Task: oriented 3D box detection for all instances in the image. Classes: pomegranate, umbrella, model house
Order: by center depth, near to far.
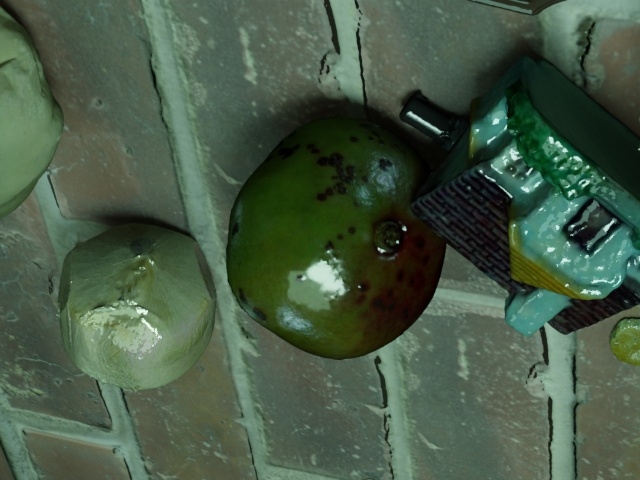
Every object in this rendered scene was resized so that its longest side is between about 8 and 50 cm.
[{"bbox_3d":[0.242,-0.021,1.629,0.280,0.230,0.249,38,114,-12],"label":"model house"},{"bbox_3d":[0.206,-0.095,1.745,0.250,0.053,0.052,29,137,-6],"label":"umbrella"},{"bbox_3d":[-0.004,-0.017,1.790,0.323,0.291,0.291,31,151,45],"label":"pomegranate"}]

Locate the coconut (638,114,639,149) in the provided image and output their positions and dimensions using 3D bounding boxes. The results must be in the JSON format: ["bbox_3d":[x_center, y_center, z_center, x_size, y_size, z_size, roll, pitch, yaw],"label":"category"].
[{"bbox_3d":[0.454,-0.130,1.417,0.297,0.297,0.255,-3,134,29],"label":"coconut"}]

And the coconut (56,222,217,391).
[{"bbox_3d":[-0.260,0.086,2.044,0.227,0.227,0.230,16,139,10],"label":"coconut"}]

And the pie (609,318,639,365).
[{"bbox_3d":[0.417,0.133,1.906,0.084,0.020,0.084,13,136,13],"label":"pie"}]

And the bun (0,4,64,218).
[{"bbox_3d":[-0.482,-0.186,1.880,0.359,0.211,0.360,23,147,16],"label":"bun"}]

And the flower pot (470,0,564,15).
[{"bbox_3d":[0.188,-0.357,1.460,0.178,0.084,0.251,15,139,11],"label":"flower pot"}]
